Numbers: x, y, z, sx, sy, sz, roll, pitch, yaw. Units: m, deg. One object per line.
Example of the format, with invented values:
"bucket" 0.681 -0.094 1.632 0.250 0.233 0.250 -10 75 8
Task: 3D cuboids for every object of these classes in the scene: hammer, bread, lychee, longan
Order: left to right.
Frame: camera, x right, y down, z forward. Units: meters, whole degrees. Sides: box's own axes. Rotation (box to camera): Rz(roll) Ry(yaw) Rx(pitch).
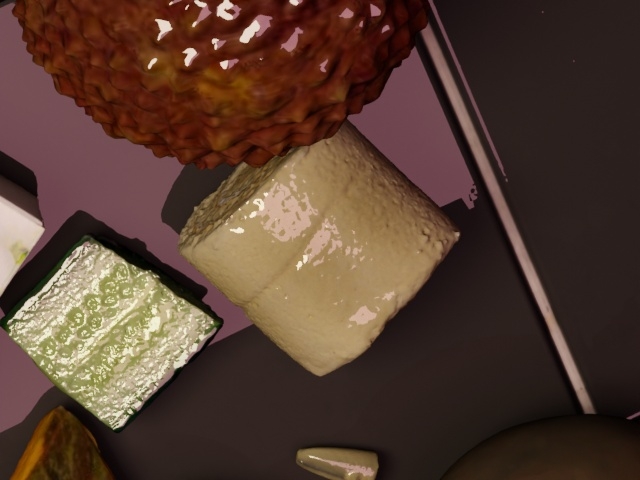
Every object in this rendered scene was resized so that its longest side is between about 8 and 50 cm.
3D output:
"lychee" -0.062 -0.187 1.204 0.275 0.276 0.304 43 123 -15
"bread" 0.000 0.000 1.323 0.141 0.134 0.148 43 103 -15
"hammer" 0.016 0.224 1.353 0.060 0.195 0.028 9 133 -13
"longan" 0.176 0.240 1.368 0.248 0.248 0.248 -2 102 -10

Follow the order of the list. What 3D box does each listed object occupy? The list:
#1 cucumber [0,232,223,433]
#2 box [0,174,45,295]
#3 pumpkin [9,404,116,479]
"cucumber" -0.148 0.058 1.346 0.116 0.062 0.115 43 90 -8
"box" -0.341 -0.006 1.268 0.260 0.111 0.194 32 94 -13
"pumpkin" -0.199 0.306 1.372 0.258 0.095 0.290 -38 115 -13
